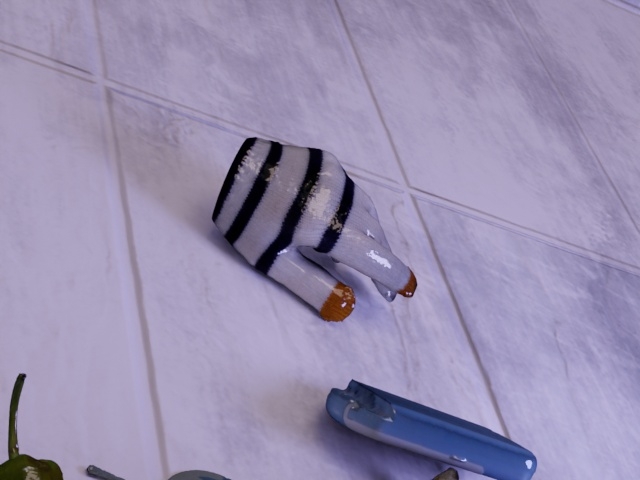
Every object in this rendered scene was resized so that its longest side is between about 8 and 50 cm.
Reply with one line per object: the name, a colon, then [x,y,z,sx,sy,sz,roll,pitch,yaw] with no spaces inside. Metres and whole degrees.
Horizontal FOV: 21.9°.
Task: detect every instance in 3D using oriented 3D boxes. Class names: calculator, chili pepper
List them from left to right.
chili pepper: [-0.207,0.203,1.165,0.072,0.073,0.204,34,33,-38]
calculator: [0.104,0.177,1.515,0.210,0.039,0.121,21,2,-21]

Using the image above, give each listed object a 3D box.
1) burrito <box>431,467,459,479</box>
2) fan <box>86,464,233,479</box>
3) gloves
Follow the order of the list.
burrito: [0.097,0.269,1.385,0.063,0.058,0.229,26,25,-2]
fan: [-0.106,0.214,1.319,0.175,0.005,0.113,24,28,-14]
gloves: [0.006,-0.014,1.685,0.219,0.131,0.140,23,30,3]
